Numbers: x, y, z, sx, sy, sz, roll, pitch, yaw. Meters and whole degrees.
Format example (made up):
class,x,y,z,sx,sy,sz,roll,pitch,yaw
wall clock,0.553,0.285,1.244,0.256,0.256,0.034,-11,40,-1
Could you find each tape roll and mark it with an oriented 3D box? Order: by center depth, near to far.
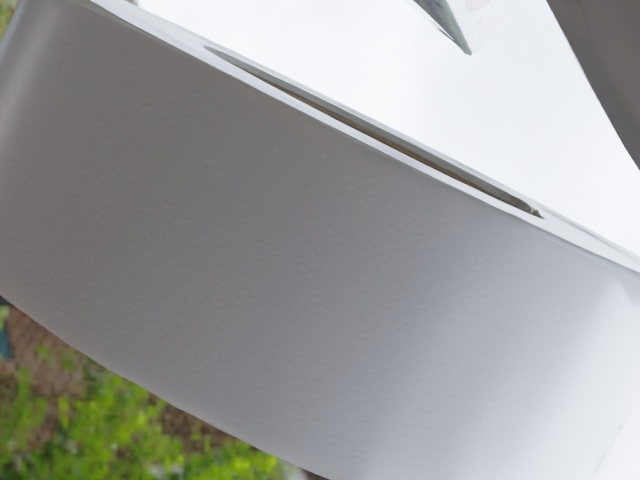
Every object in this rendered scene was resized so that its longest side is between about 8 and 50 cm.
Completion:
class,x,y,z,sx,sy,sz,roll,pitch,yaw
tape roll,0.000,0.000,0.551,0.100,0.286,0.286,-63,-150,6

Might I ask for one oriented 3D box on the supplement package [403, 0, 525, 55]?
class,x,y,z,sx,sy,sz,roll,pitch,yaw
supplement package,0.083,-0.236,0.763,0.149,0.203,0.194,43,-85,13

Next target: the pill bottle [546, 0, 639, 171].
class,x,y,z,sx,sy,sz,roll,pitch,yaw
pill bottle,0.231,-0.128,0.300,0.204,0.361,0.204,59,1,-1
